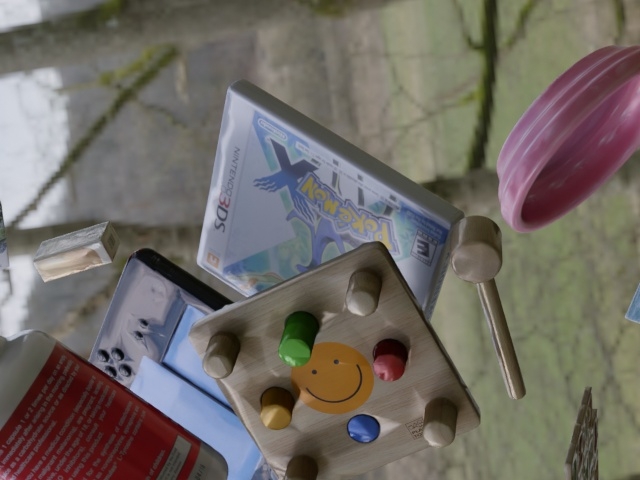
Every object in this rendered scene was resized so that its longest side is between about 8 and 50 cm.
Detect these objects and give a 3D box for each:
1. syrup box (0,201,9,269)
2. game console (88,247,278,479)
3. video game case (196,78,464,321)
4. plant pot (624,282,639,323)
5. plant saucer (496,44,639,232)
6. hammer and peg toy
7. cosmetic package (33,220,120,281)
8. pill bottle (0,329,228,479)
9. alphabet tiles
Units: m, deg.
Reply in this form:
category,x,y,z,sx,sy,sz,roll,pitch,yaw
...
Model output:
category,x,y,z,sx,sy,sz,roll,pitch,yaw
syrup box,-0.468,-0.023,2.051,0.096,0.093,0.237,60,163,14
game console,-0.160,0.224,2.333,0.060,0.386,0.342,-50,-11,-46
video game case,0.000,0.000,1.927,0.036,0.329,0.300,-40,-26,-42
plant pot,0.619,0.039,2.211,0.248,0.247,0.252,20,94,67
plant saucer,0.368,-0.157,2.248,0.084,0.332,0.332,46,171,20
hammer and peg toy,0.066,0.137,1.774,0.266,0.361,0.127,60,-162,-19
cosmetic package,-0.357,0.017,2.320,0.060,0.115,0.041,-77,-33,-57
pill bottle,-0.340,0.261,2.012,0.408,0.229,0.229,36,-163,-11
alphabet tiles,0.329,0.358,1.988,0.342,0.011,0.285,-50,-42,-66
